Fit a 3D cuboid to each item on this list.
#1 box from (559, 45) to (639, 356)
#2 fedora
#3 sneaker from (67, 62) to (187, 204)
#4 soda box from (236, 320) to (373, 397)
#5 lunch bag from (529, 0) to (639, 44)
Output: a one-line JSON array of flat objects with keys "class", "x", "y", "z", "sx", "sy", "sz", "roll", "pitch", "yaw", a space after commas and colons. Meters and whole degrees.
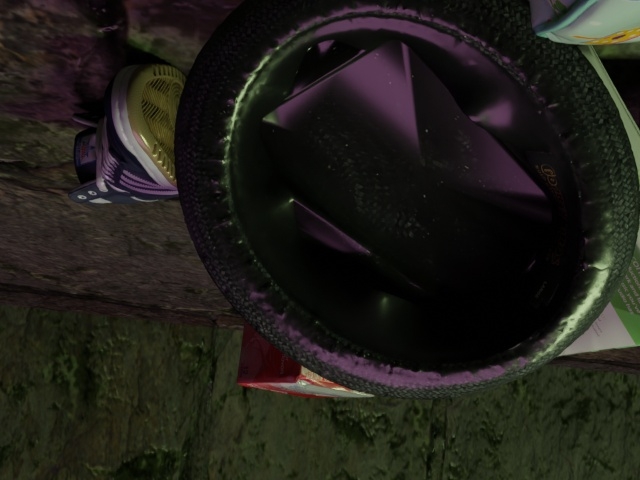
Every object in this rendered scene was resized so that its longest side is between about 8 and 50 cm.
[{"class": "box", "x": 0.180, "y": -0.014, "z": 1.117, "sx": 0.058, "sy": 0.232, "sz": 0.322, "roll": -31, "pitch": -177, "yaw": -20}, {"class": "fedora", "x": 0.061, "y": -0.054, "z": 0.961, "sx": 0.334, "sy": 0.334, "sz": 0.152, "roll": 5, "pitch": -159, "yaw": 3}, {"class": "sneaker", "x": -0.180, "y": -0.090, "z": 1.212, "sx": 0.153, "sy": 0.099, "sz": 0.282, "roll": 1, "pitch": 171, "yaw": 13}, {"class": "soda box", "x": 0.000, "y": 0.000, "z": 1.140, "sx": 0.083, "sy": 0.263, "sz": 0.092, "roll": 16, "pitch": 165, "yaw": -37}, {"class": "lunch bag", "x": 0.210, "y": -0.164, "z": 0.544, "sx": 0.224, "sy": 0.108, "sz": 0.279, "roll": -10, "pitch": 175, "yaw": -10}]
